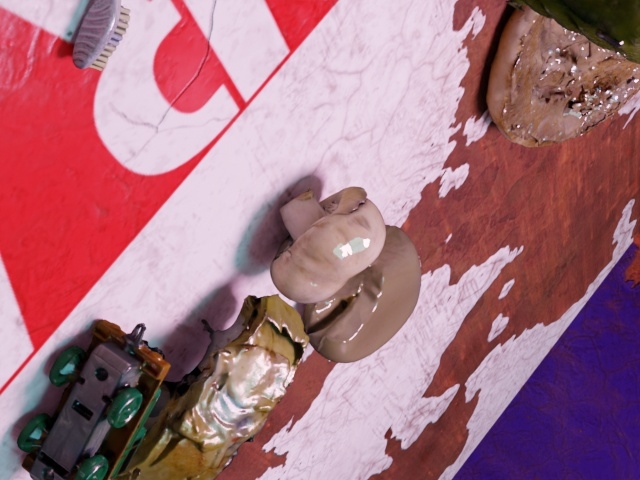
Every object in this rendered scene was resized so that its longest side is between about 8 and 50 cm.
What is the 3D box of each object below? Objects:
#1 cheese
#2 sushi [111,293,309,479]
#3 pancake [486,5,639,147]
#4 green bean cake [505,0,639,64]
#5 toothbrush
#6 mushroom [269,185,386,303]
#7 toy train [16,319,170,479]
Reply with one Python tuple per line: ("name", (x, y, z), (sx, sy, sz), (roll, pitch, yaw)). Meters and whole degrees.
("cheese", (0.056, 0.088, 1.483), (0.202, 0.091, 0.175), (-38, 148, -33))
("sushi", (-0.137, 0.178, 1.234), (0.291, 0.131, 0.139), (-47, 132, -1))
("pancake", (0.391, -0.292, 1.551), (0.386, 0.082, 0.387), (-26, 144, -20))
("green bean cake", (0.337, -0.358, 1.235), (0.247, 0.249, 0.156), (-58, 155, 9))
("toothbrush", (-0.092, -0.294, 0.825), (0.375, 0.028, 0.037), (-59, 160, 10))
("mushroom", (0.000, 0.000, 1.256), (0.154, 0.122, 0.154), (-39, -169, 9))
("toy train", (-0.225, 0.179, 1.112), (0.228, 0.091, 0.136), (-61, 165, 10))
